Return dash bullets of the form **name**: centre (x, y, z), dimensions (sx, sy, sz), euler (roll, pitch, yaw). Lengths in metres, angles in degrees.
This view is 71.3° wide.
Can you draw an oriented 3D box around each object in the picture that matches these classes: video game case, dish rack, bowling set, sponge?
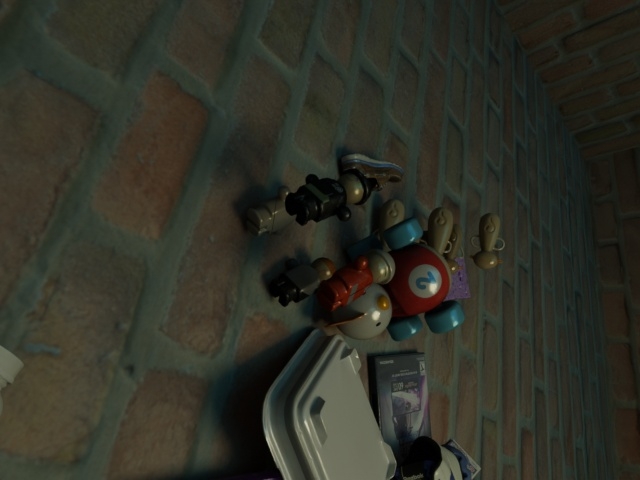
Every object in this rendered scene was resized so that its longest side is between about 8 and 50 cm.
- **video game case**: centre (0.315, 0.528, 1.044), dimensions (0.122, 0.011, 0.087), euler (-8, 42, -48)
- **dish rack**: centre (0.040, 0.333, 0.732), dimensions (0.333, 0.072, 0.285), euler (70, 22, -8)
- **bowling set**: centre (0.269, 0.024, 1.054), dimensions (0.200, 0.286, 0.154), euler (65, 37, -66)
- **video game case**: centre (0.178, 0.387, 0.964), dimensions (0.196, 0.026, 0.275), euler (11, 71, -45)
- **sponge**: centre (0.338, 0.103, 1.207), dimensions (0.210, 0.031, 0.117), euler (4, 77, -47)

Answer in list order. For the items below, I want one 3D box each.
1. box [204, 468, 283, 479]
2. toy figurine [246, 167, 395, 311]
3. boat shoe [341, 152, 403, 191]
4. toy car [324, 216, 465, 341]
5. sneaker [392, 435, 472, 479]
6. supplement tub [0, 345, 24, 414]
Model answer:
- **box**: centre (-0.131, 0.463, 0.558), dimensions (0.200, 0.057, 0.294), euler (12, 68, -36)
- **toy figurine**: centre (0.000, 0.000, 0.734), dimensions (0.148, 0.209, 0.213), euler (-26, 99, -36)
- **boat shoe**: centre (0.118, -0.145, 1.017), dimensions (0.183, 0.066, 0.066), euler (6, 80, -36)
- **toy car**: centre (0.110, 0.111, 0.835), dimensions (0.238, 0.210, 0.219), euler (-28, 91, -42)
- **sneaker**: centre (0.205, 0.506, 0.821), dimensions (0.182, 0.127, 0.316), euler (46, 29, -29)
- **supplement tub**: centre (-0.361, 0.158, 0.350), dimensions (0.144, 0.144, 0.200), euler (47, 49, -29)
